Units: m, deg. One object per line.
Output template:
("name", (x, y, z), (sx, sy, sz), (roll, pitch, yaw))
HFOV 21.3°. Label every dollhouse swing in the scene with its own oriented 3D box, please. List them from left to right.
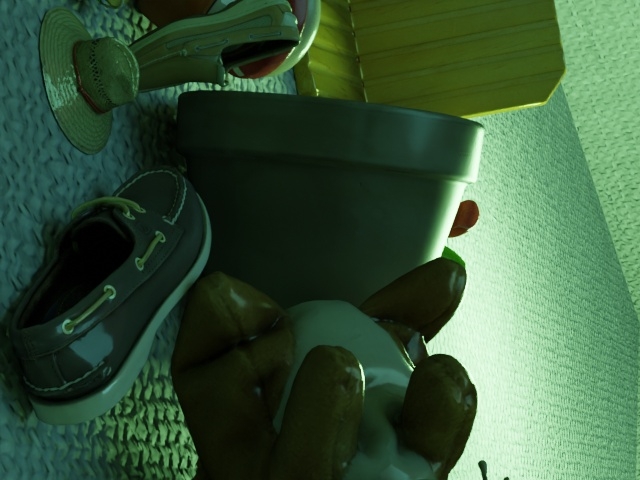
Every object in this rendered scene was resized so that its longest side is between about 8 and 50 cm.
("dollhouse swing", (0.143, -0.317, 2.318), (0.315, 0.305, 0.347), (4, 76, -70))

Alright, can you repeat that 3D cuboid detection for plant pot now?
("plant pot", (0.000, 0.000, 1.784), (0.323, 0.323, 0.280), (5, 90, -70))

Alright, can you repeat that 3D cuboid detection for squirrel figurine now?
("squirrel figurine", (0.022, 0.261, 1.532), (0.281, 0.397, 0.370), (2, 40, -34))

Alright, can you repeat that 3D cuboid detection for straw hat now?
("straw hat", (-0.205, -0.158, 1.607), (0.144, 0.061, 0.144), (-12, 90, -71))

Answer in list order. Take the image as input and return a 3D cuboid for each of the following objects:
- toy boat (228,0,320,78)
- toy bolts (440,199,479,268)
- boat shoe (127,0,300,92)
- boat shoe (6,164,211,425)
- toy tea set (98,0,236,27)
("toy boat", (-0.094, -0.298, 1.926), (0.151, 0.151, 0.231), (-6, 90, -35))
("toy bolts", (0.095, 0.020, 2.318), (0.218, 0.158, 0.228), (34, 40, -2))
("boat shoe", (-0.111, -0.183, 1.683), (0.068, 0.190, 0.072), (59, 8, -65))
("boat shoe", (-0.183, 0.021, 1.491), (0.324, 0.116, 0.097), (-66, 144, -50))
("toy tea set", (-0.129, -0.287, 1.679), (0.200, 0.124, 0.336), (-60, 162, 9))
